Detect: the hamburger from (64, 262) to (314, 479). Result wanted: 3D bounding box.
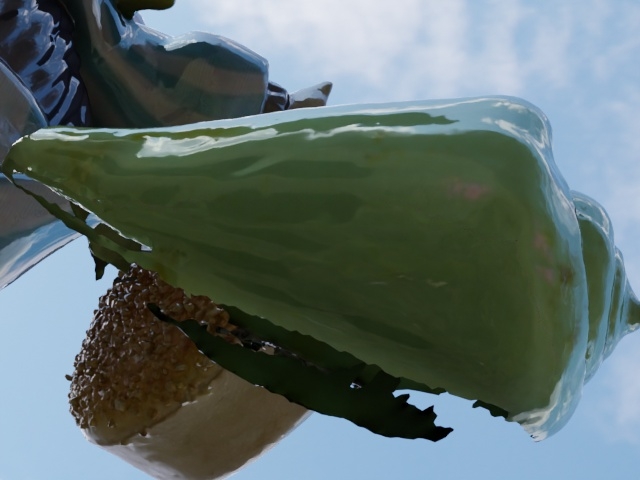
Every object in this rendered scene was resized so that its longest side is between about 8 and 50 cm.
[{"bbox_3d":[-0.094,0.074,1.265,0.302,0.302,0.170,-28,-69,34],"label":"hamburger"}]

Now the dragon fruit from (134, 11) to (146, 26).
[{"bbox_3d":[-0.287,-0.141,1.345,0.277,0.342,0.277,-7,-122,12],"label":"dragon fruit"}]

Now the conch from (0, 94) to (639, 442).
[{"bbox_3d":[0.007,0.016,0.599,0.251,0.143,0.137,-4,-99,22],"label":"conch"}]

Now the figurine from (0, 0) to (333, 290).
[{"bbox_3d":[-0.215,-0.019,0.889,0.361,0.377,0.266,27,-36,-15],"label":"figurine"}]
